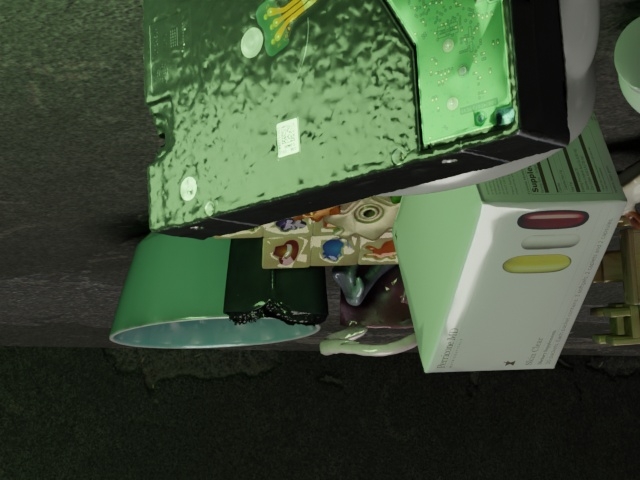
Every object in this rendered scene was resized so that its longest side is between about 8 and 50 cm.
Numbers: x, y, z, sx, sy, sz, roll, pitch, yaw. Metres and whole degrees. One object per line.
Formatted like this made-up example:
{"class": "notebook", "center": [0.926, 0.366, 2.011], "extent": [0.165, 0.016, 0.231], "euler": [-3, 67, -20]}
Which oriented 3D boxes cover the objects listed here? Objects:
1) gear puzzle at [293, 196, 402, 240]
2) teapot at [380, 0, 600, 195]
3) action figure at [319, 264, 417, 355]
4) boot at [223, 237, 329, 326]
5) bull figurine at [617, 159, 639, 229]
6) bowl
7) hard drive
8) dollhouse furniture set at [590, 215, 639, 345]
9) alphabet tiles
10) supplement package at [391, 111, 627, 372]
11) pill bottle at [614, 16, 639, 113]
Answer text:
{"class": "gear puzzle", "center": [0.051, -0.051, 1.614], "extent": [0.339, 0.044, 0.175], "euler": [22, 132, -31]}
{"class": "teapot", "center": [0.078, -0.158, 1.123], "extent": [0.256, 0.187, 0.252], "euler": [-19, -159, -8]}
{"class": "action figure", "center": [0.211, 0.062, 1.915], "extent": [0.248, 0.275, 0.370], "euler": [4, 167, 45]}
{"class": "boot", "center": [0.000, 0.000, 1.800], "extent": [0.247, 0.207, 0.094], "euler": [-5, 170, 6]}
{"class": "bull figurine", "center": [0.483, -0.080, 1.794], "extent": [0.310, 0.101, 0.188], "euler": [-2, 166, -8]}
{"class": "bowl", "center": [-0.157, 0.061, 2.176], "extent": [0.312, 0.163, 0.311], "euler": [-2, 169, 0]}
{"class": "hard drive", "center": [0.009, -0.143, 1.013], "extent": [0.339, 0.236, 0.064], "euler": [-15, 164, 42]}
{"class": "dollhouse furniture set", "center": [0.461, 0.030, 1.974], "extent": [0.161, 0.212, 0.242], "euler": [-4, 179, -4]}
{"class": "alphabet tiles", "center": [0.052, -0.066, 1.643], "extent": [0.343, 0.011, 0.285], "euler": [-2, 140, -6]}
{"class": "supplement package", "center": [0.179, -0.023, 1.488], "extent": [0.145, 0.204, 0.262], "euler": [-1, 139, -11]}
{"class": "pill bottle", "center": [0.341, -0.154, 1.384], "extent": [0.103, 0.103, 0.184], "euler": [-9, 167, 28]}
